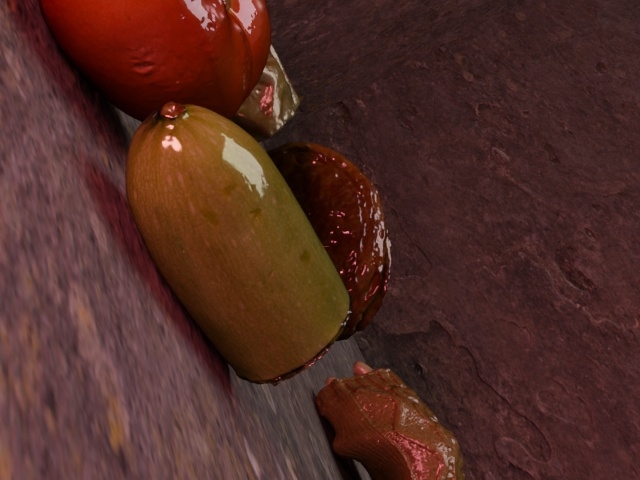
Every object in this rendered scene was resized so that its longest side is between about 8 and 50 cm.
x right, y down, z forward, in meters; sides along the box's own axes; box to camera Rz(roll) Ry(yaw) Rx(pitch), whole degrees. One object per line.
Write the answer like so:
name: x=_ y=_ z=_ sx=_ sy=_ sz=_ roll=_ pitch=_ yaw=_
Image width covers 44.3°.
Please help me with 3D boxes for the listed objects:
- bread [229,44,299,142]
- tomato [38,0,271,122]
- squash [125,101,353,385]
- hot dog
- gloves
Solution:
bread: x=-0.157 y=-0.249 z=1.205 sx=0.252 sy=0.238 sz=0.196 roll=58 pitch=43 yaw=-11
tomato: x=-0.150 y=-0.229 z=0.733 sx=0.260 sy=0.179 sz=0.260 roll=2 pitch=90 yaw=-70
squash: x=-0.079 y=-0.006 z=0.657 sx=0.247 sy=0.132 sz=0.132 roll=60 pitch=2 yaw=-31
hot dog: x=0.000 y=0.000 z=1.463 sx=0.267 sy=0.174 sz=0.388 roll=-53 pitch=-125 yaw=43
gloves: x=0.121 y=0.318 z=1.096 sx=0.356 sy=0.155 sz=0.203 roll=59 pitch=-4 yaw=34
